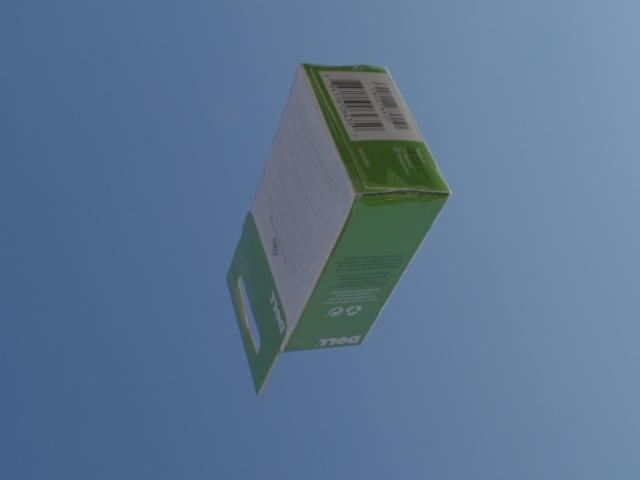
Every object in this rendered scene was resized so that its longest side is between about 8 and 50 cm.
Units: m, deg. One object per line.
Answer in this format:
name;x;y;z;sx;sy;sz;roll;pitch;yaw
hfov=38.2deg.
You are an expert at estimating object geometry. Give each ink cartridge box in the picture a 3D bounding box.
ink cartridge box;0.000;0.000;0.597;0.062;0.209;0.109;-2;-129;-24
